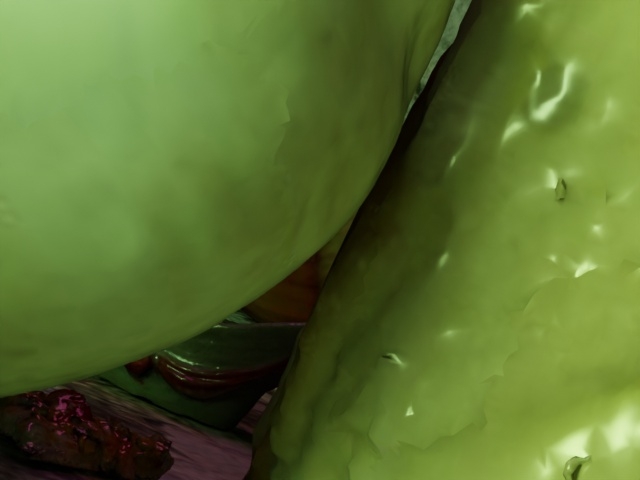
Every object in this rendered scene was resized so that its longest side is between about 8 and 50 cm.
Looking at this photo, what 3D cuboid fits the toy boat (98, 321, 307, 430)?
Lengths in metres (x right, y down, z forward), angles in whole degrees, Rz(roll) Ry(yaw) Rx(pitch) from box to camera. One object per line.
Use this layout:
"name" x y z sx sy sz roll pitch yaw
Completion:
"toy boat" -0.074 0.049 0.896 0.185 0.071 0.089 21 3 27

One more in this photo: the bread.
"bread" 0.167 -0.009 0.649 0.279 0.390 0.371 26 4 6

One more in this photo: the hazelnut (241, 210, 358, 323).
"hazelnut" -0.005 0.007 1.420 0.210 0.210 0.186 19 33 -32

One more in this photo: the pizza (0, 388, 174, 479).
"pizza" -0.099 0.073 0.675 0.083 0.025 0.078 22 0 3

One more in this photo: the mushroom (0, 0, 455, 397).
"mushroom" -0.122 -0.065 0.513 0.314 0.314 0.336 21 -29 -1
